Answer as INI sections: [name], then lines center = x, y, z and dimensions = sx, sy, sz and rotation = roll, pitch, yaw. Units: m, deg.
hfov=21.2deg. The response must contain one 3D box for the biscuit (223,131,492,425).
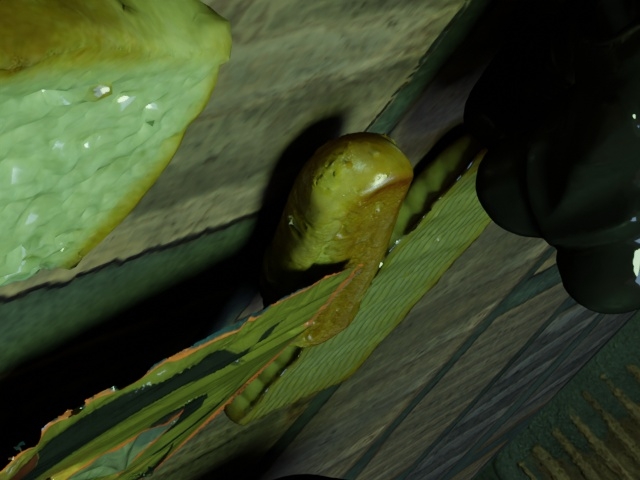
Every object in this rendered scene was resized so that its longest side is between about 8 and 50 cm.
[biscuit]
center = 0.049, 0.015, 1.094
dimensions = 0.254, 0.029, 0.172
rotation = -48, 165, 24

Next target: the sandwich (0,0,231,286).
[sandwich]
center = -0.169, 0.025, 0.378
dimensions = 0.254, 0.099, 0.288
rotation = -21, 154, -55

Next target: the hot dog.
[hot dog]
center = 0.000, 0.000, 0.878
dimensions = 0.066, 0.047, 0.215
rotation = -23, 162, -15

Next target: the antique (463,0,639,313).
[antique]
center = 0.216, -0.101, 0.887
dimensions = 0.255, 0.185, 0.322
rotation = -51, 167, 27

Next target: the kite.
[kite]
center = -0.128, 0.125, 0.886
dimensions = 0.377, 0.013, 0.327
rotation = -37, 171, 4

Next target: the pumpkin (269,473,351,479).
[pumpkin]
center = -0.042, 0.373, 1.250
dimensions = 0.454, 0.344, 0.454
rotation = -34, 172, -5
